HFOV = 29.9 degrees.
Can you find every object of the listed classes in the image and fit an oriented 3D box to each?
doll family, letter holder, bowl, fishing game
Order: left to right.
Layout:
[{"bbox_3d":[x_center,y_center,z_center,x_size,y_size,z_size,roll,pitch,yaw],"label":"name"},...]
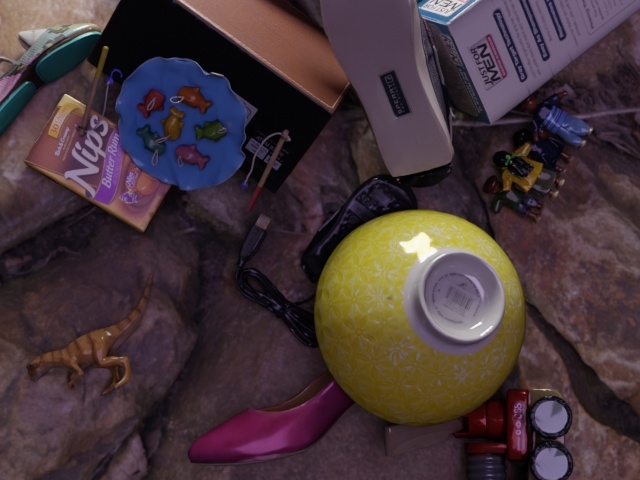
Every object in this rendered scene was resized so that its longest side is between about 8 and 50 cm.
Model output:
[{"bbox_3d":[-0.179,-0.144,1.534,0.264,0.041,0.189,28,123,-2],"label":"fishing game"},{"bbox_3d":[-0.117,-0.245,1.610,0.301,0.214,0.152,35,122,-5],"label":"letter holder"},{"bbox_3d":[0.150,0.086,1.523,0.289,0.156,0.290,4,76,-17],"label":"bowl"},{"bbox_3d":[0.301,-0.123,1.698,0.111,0.076,0.193,30,77,-1],"label":"doll family"}]

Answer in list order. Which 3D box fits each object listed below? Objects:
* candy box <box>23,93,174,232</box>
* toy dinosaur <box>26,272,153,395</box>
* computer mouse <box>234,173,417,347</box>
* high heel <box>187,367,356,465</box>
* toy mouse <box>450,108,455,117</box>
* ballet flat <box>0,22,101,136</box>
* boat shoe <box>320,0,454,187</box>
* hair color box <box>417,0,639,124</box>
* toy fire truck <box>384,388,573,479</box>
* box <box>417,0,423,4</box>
[{"bbox_3d":[-0.290,-0.101,1.614,0.186,0.053,0.109,30,83,-4],"label":"candy box"},{"bbox_3d":[-0.287,0.141,1.591,0.211,0.064,0.112,-30,89,-10],"label":"toy dinosaur"},{"bbox_3d":[0.000,0.000,1.649,0.184,0.060,0.262,33,93,-9],"label":"computer mouse"},{"bbox_3d":[-0.013,0.176,1.601,0.377,0.127,0.181,-16,92,-22],"label":"high heel"},{"bbox_3d":[0.154,-0.275,1.703,0.161,0.031,0.143,27,82,-6],"label":"toy mouse"},{"bbox_3d":[-0.395,-0.229,1.603,0.079,0.077,0.221,42,81,16],"label":"ballet flat"},{"bbox_3d":[0.091,-0.247,1.595,0.127,0.158,0.341,-13,107,11],"label":"boat shoe"},{"bbox_3d":[0.307,-0.336,1.655,0.347,0.105,0.174,-38,123,-12],"label":"hair color box"},{"bbox_3d":[0.218,0.310,1.628,0.246,0.158,0.217,-1,80,11],"label":"toy fire truck"},{"bbox_3d":[0.029,-0.383,1.658,0.244,0.100,0.060,14,84,-7],"label":"box"}]
